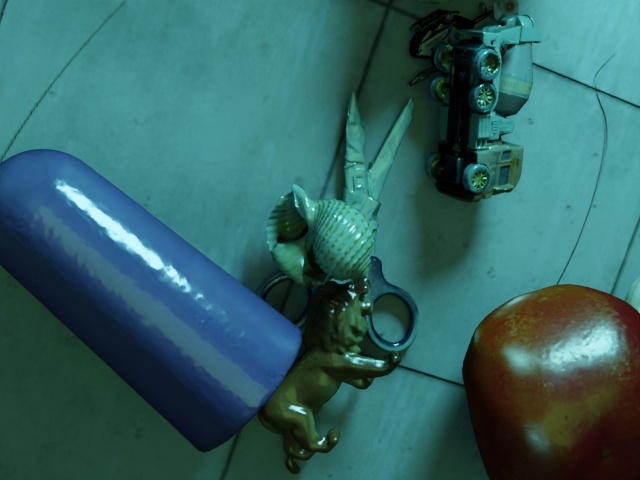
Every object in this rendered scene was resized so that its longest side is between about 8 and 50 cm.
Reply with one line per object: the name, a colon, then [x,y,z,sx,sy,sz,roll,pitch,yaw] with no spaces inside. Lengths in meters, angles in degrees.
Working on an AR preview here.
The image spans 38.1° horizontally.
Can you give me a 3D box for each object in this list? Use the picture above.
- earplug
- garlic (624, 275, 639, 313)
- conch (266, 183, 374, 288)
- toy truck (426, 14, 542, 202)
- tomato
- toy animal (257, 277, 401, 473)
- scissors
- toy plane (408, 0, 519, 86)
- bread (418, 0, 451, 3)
earplug: [-0.252,0.059,1.230,0.456,0.215,0.215,43,88,-11]
garlic: [0.565,0.141,1.456,0.228,0.110,0.217,-36,91,-18]
conch: [0.004,0.003,1.292,0.135,0.153,0.102,-48,147,8]
toy truck: [0.240,-0.190,1.323,0.140,0.108,0.257,-9,109,-30]
tomato: [0.349,0.231,1.328,0.293,0.290,0.325,-8,105,-10]
toy animal: [-0.003,0.194,1.342,0.157,0.097,0.312,37,97,-6]
scissors: [0.059,-0.029,1.364,0.256,0.029,0.384,12,96,-13]
toy plane: [0.201,-0.303,1.348,0.197,0.053,0.078,-29,111,-5]
bread: [0.229,-0.437,1.265,0.274,0.185,0.114,-32,112,-6]
